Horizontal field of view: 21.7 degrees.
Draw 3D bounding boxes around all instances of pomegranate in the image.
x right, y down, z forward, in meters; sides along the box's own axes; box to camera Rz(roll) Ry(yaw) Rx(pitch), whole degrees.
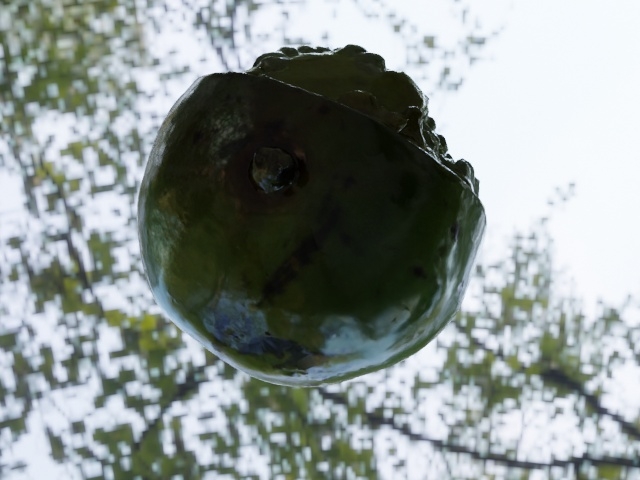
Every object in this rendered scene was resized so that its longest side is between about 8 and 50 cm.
[{"bbox_3d":[0.000,0.000,1.271,0.260,0.341,0.260,-7,-122,11],"label":"pomegranate"}]
